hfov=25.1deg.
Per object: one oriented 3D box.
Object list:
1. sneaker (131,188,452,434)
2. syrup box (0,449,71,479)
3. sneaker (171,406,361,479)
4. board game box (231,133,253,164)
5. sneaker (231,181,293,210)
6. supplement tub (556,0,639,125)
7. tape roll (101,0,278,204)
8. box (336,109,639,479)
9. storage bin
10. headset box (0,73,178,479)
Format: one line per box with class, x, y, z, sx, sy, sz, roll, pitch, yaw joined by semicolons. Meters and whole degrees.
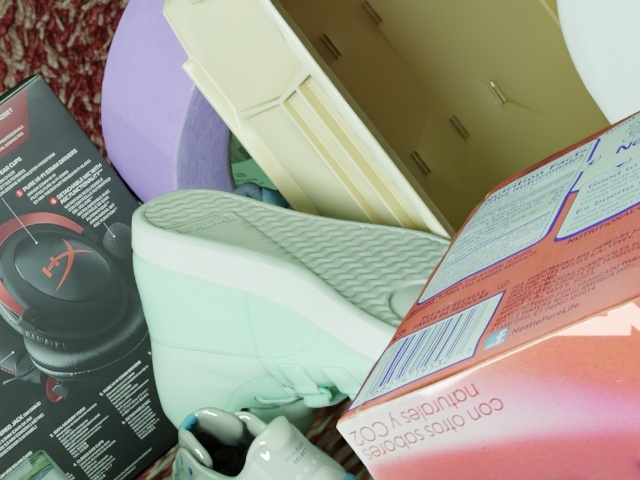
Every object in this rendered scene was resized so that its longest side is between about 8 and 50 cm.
sneaker;0.012;0.072;0.770;0.255;0.151;0.094;18;34;33
syrup box;-0.138;0.171;0.699;0.093;0.096;0.237;-40;6;-14
sneaker;-0.051;0.123;0.746;0.190;0.083;0.071;-23;19;50
board game box;0.020;-0.170;1.356;0.275;0.142;0.144;-44;-3;14
sneaker;0.000;0.000;0.963;0.104;0.125;0.262;-23;18;44
supplement tub;0.274;-0.161;0.661;0.316;0.194;0.193;-41;13;-24
tape roll;-0.017;-0.113;1.017;0.275;0.275;0.090;-40;52;-16
box;0.176;0.014;0.382;0.300;0.142;0.154;-28;15;33
storage bin;0.087;-0.116;0.856;0.262;0.260;0.123;-43;10;-28
headset box;-0.220;0.042;1.010;0.218;0.293;0.110;-41;13;-18
